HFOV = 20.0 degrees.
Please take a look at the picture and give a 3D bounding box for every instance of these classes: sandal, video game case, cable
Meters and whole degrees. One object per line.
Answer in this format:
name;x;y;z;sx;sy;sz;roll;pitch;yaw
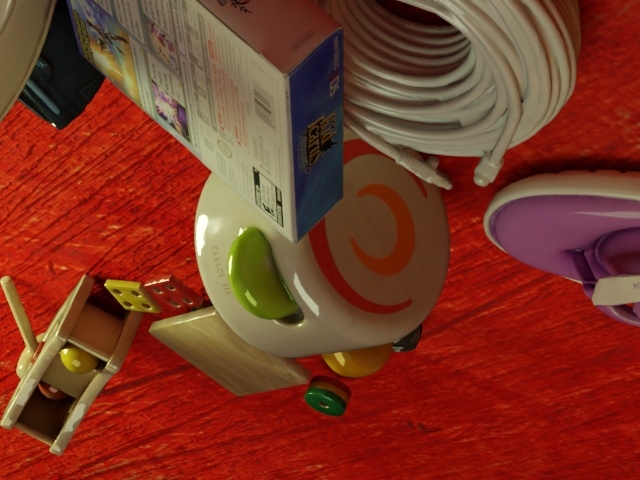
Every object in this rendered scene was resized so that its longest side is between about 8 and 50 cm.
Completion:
sandal;0.319;0.043;1.431;0.416;0.102;0.169;15;150;17
video game case;-0.088;-0.145;1.302;0.244;0.061;0.269;41;162;16
cable;0.064;-0.162;1.290;0.257;0.089;0.257;31;151;-9

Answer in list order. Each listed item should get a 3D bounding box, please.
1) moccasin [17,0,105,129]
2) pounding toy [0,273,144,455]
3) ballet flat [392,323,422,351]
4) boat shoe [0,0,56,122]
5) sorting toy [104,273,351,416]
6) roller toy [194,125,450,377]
moccasin;-0.321;-0.194;1.429;0.342;0.117;0.137;26;177;-17
pounding toy;-0.312;0.131;2.007;0.154;0.154;0.269;29;151;-9
ballet flat;0.021;0.071;1.779;0.173;0.057;0.049;9;108;23
boat shoe;-0.262;-0.186;1.358;0.099;0.116;0.319;32;115;10
sorting toy;-0.096;0.099;1.902;0.274;0.046;0.132;38;149;-25
roller toy;0.000;0.000;1.506;0.209;0.191;0.146;26;155;-35
